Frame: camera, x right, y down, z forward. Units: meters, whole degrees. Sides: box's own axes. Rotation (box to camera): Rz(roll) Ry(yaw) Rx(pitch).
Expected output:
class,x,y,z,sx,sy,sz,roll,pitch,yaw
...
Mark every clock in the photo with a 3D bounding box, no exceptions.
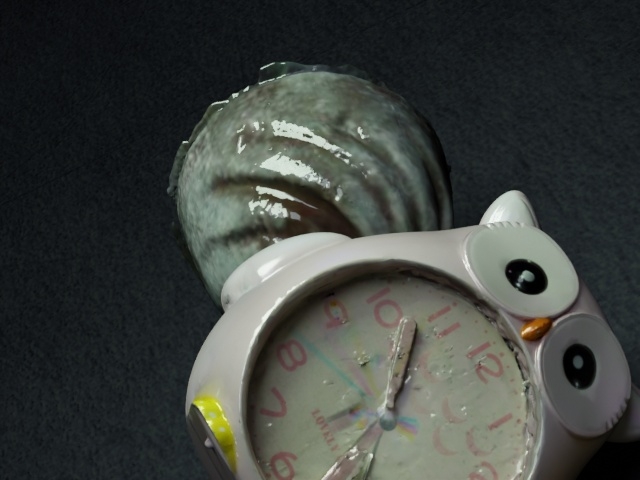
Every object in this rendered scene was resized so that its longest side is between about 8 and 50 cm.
class,x,y,z,sx,sy,sz,roll,pitch,yaw
clock,0.080,0.149,1.568,0.377,0.250,0.368,-27,80,-15

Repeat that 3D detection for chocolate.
class,x,y,z,sx,sy,sz,roll,pitch,yaw
chocolate,0.000,0.000,1.761,0.303,0.303,0.213,-27,32,6
